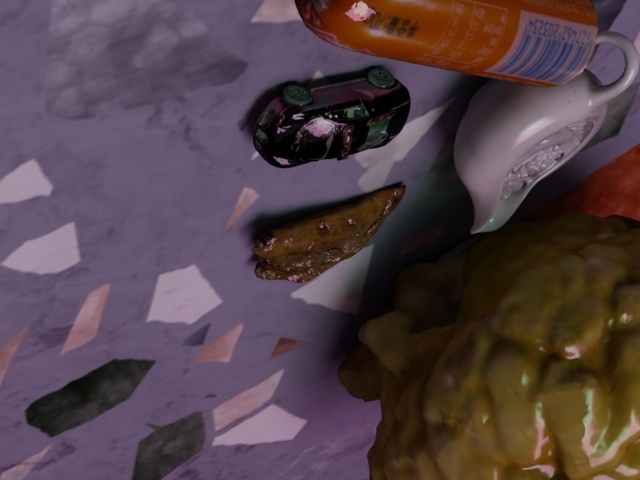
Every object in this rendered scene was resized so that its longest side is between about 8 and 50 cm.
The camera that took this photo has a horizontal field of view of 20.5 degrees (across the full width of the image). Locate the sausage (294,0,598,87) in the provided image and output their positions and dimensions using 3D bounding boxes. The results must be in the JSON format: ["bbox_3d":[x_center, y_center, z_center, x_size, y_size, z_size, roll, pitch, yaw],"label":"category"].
[{"bbox_3d":[0.086,-0.178,1.353,0.312,0.093,0.093,3,133,-46],"label":"sausage"}]

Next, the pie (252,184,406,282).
[{"bbox_3d":[0.000,0.000,1.579,0.170,0.034,0.092,-16,144,-38],"label":"pie"}]

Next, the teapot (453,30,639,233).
[{"bbox_3d":[0.187,-0.105,1.537,0.145,0.092,0.226,-13,153,-51],"label":"teapot"}]

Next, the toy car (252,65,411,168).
[{"bbox_3d":[0.012,-0.094,1.436,0.142,0.055,0.069,-15,141,-32],"label":"toy car"}]

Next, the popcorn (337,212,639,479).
[{"bbox_3d":[0.219,0.157,1.690,0.344,0.354,0.390,-12,-174,-33],"label":"popcorn"}]
